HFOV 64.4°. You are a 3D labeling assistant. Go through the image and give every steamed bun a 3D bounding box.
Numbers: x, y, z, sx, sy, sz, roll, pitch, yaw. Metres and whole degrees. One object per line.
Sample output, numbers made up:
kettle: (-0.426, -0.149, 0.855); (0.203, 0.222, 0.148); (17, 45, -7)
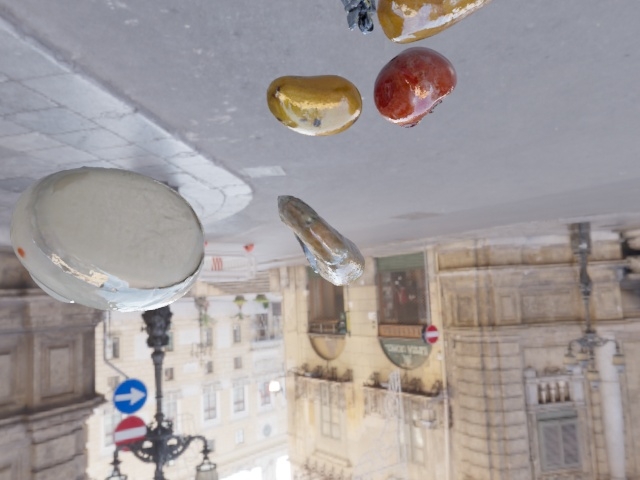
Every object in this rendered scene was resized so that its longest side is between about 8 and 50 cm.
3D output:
steamed bun: (-0.266, 0.004, 0.643); (0.228, 0.177, 0.130); (14, 149, -41)

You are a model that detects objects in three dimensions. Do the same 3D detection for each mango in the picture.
mango: (-0.011, -0.246, 0.929); (0.178, 0.090, 0.115); (-6, 138, -16)

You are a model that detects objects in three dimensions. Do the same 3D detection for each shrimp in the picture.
shrimp: (0.000, 0.000, 0.798); (0.077, 0.168, 0.317); (-41, 176, -3)

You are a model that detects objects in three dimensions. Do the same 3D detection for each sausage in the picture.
sausage: (0.200, -0.389, 0.790); (0.270, 0.109, 0.109); (-35, -173, -22)

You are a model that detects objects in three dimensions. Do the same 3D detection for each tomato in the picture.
tomato: (0.207, -0.348, 1.140); (0.187, 0.151, 0.187); (-46, -179, 1)

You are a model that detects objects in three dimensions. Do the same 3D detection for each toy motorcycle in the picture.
toy motorcycle: (0.091, -0.642, 1.340); (0.124, 0.193, 0.061); (5, 169, -37)
